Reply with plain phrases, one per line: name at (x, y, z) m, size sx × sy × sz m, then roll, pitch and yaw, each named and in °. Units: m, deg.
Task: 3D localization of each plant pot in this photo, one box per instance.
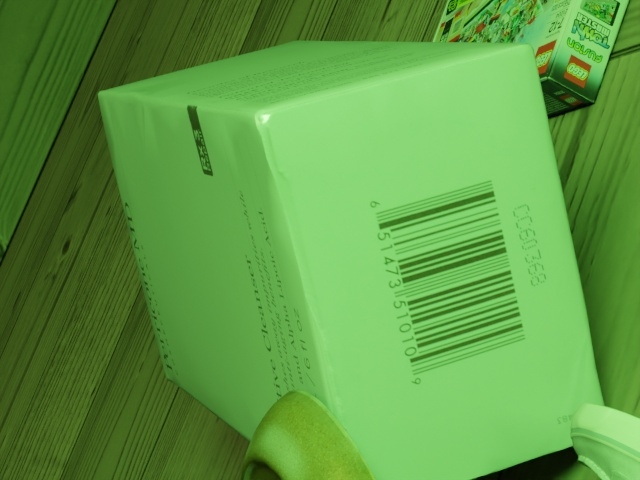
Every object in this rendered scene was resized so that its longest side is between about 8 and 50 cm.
plant pot at (0.008, 0.190, 0.894) m, size 0.236 × 0.032 × 0.236 m, roll 164°, pitch 90°, yaw -73°

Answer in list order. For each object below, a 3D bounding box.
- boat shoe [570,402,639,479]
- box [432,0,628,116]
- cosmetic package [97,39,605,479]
boat shoe at (0.156, 0.121, 0.789) m, size 0.063 × 0.066 × 0.184 m, roll -63°, pitch 29°, yaw -1°
box at (0.129, -0.129, 1.208) m, size 0.207 × 0.036 × 0.114 m, roll -16°, pitch 50°, yaw 65°
cosmetic package at (0.000, 0.000, 1.063) m, size 0.385 × 0.156 × 0.217 m, roll -169°, pitch 64°, yaw -70°
